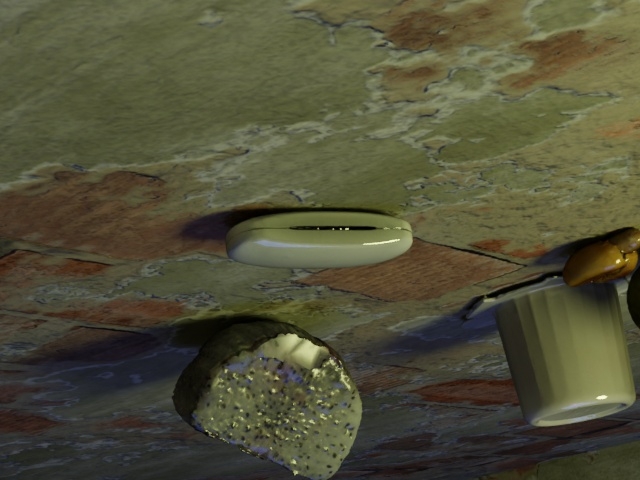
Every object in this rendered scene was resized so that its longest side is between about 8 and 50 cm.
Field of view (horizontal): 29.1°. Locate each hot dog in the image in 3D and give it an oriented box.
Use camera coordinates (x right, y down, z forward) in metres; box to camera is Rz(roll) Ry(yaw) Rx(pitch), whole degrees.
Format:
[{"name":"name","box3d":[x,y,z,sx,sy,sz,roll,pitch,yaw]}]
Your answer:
[{"name":"hot dog","box3d":[0.404,0.026,1.759,0.090,0.060,0.140,-5,169,-23]}]

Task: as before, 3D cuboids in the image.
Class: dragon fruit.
[{"name":"dragon fruit","box3d":[-0.081,0.224,1.933,0.283,0.204,0.221,30,178,-23]}]

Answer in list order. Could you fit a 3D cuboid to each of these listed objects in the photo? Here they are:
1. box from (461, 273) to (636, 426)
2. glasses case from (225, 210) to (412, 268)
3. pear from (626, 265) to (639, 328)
[{"name":"box","box3d":[0.374,0.189,1.993,0.291,0.206,0.262,-21,158,27]},{"name":"glasses case","box3d":[0.000,0.000,1.491,0.233,0.059,0.092,-1,162,-22]},{"name":"pear","box3d":[0.570,0.083,1.759,0.269,0.212,0.212,4,172,36]}]
